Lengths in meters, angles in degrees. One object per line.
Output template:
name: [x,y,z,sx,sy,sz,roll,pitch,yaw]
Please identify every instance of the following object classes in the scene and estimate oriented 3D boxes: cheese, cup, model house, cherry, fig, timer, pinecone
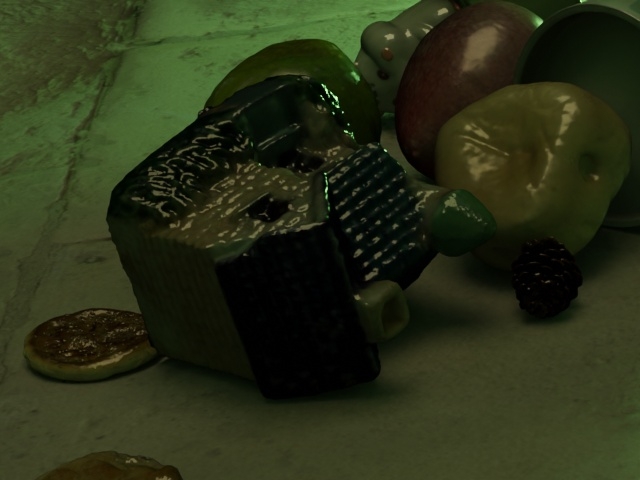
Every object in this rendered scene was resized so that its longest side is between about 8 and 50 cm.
cheese: [0.228,-0.079,1.790,0.218,0.117,0.235,-39,44,11]
cup: [0.439,-0.148,1.889,0.274,0.259,0.357,-26,59,-39]
model house: [0.000,0.002,1.635,0.284,0.243,0.298,20,46,42]
cherry: [0.199,-0.166,2.035,0.206,0.239,0.239,24,12,-21]
fig: [-0.081,-0.109,1.975,0.314,0.233,0.233,-24,25,-12]
timer: [0.189,-0.285,2.315,0.315,0.290,0.291,-31,23,0]
pinecone: [0.227,0.040,1.679,0.077,0.077,0.083,5,35,30]

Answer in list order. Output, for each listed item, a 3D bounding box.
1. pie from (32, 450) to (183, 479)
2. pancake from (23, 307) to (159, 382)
pie: [-0.200,0.235,1.369,0.195,0.046,0.195,-8,20,3]
pancake: [-0.235,0.105,1.734,0.158,0.028,0.158,-4,22,2]
